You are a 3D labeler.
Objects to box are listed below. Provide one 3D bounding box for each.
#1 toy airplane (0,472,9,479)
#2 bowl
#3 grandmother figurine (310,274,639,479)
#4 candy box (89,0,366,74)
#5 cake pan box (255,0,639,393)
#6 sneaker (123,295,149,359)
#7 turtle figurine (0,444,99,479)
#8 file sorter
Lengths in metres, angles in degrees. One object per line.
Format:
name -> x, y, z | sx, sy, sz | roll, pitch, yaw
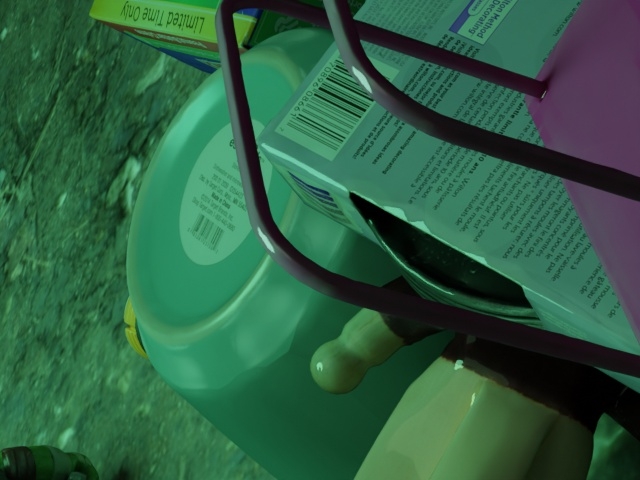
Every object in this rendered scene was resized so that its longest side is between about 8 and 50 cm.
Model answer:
toy airplane -> -0.189, 0.270, 0.854 | 0.386, 0.384, 0.272 | -57, 15, 19
bowl -> 0.000, 0.000, 0.941 | 0.311, 0.163, 0.311 | -30, 49, 43
grandmother figurine -> 0.097, 0.077, 0.769 | 0.342, 0.208, 0.104 | -63, -9, -13
candy box -> -0.018, -0.274, 1.165 | 0.268, 0.122, 0.317 | 20, 89, 57
cake pan box -> 0.133, -0.079, 0.749 | 0.246, 0.070, 0.267 | 28, 76, 38
sneaker -> -0.068, -0.003, 1.119 | 0.083, 0.084, 0.214 | 33, 109, 56
turtle figurine -> -0.200, 0.245, 1.106 | 0.266, 0.198, 0.274 | 17, 120, 35
file sorter -> 0.104, -0.123, 0.524 | 0.290, 0.182, 0.202 | -60, 27, 31
